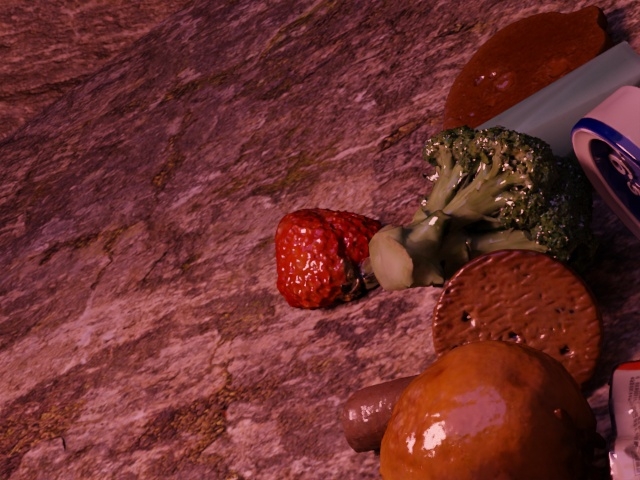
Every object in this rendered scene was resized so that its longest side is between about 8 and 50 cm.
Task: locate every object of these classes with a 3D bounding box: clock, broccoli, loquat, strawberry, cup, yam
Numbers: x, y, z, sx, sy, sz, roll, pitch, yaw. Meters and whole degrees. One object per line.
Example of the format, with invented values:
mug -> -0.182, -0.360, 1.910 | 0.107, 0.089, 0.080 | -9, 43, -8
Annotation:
clock -> 0.369, -0.057, 1.819 | 0.083, 0.230, 0.230 | -40, 26, -8
broccoli -> 0.183, -0.017, 1.960 | 0.270, 0.270, 0.270 | -18, 16, -28
loquat -> 0.163, 0.207, 1.724 | 0.238, 0.193, 0.238 | -27, 24, 13
strawberry -> -0.005, 0.005, 2.355 | 0.175, 0.106, 0.236 | -46, 26, -13
cup -> 0.316, -0.137, 2.139 | 0.236, 0.148, 0.134 | -35, 0, 3
yam -> 0.091, 0.196, 1.965 | 0.127, 0.084, 0.084 | -14, 37, 37

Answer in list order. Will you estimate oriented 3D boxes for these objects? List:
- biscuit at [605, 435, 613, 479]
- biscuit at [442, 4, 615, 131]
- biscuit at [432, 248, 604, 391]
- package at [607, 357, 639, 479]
biscuit -> 0.357, 0.198, 1.647 | 0.181, 0.049, 0.208 | -49, 29, -19
biscuit -> 0.288, -0.222, 2.385 | 0.257, 0.049, 0.273 | -10, 40, 41
biscuit -> 0.212, 0.100, 1.855 | 0.188, 0.187, 0.027 | -32, -2, 16
package -> 0.345, 0.169, 1.617 | 0.166, 0.040, 0.232 | -20, 26, 23
